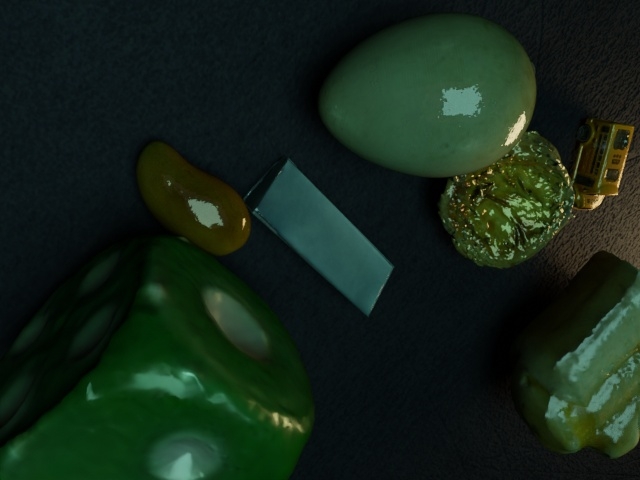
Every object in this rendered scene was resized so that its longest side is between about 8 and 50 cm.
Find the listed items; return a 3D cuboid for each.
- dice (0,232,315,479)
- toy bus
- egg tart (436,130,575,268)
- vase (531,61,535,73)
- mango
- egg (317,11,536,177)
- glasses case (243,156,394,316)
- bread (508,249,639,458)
[{"bbox_3d":[-0.204,0.191,0.770,0.300,0.297,0.287,-39,121,10],"label":"dice"},{"bbox_3d":[0.488,-0.129,1.113,0.070,0.074,0.162,1,107,-26],"label":"toy bus"},{"bbox_3d":[0.298,-0.071,1.042,0.252,0.098,0.232,17,107,-24],"label":"egg tart"},{"bbox_3d":[0.273,-0.254,0.957,0.053,0.101,0.053,-9,112,-22],"label":"vase"},{"bbox_3d":[-0.171,-0.050,0.845,0.102,0.085,0.184,-46,115,2],"label":"mango"},{"bbox_3d":[0.142,-0.193,0.858,0.295,0.218,0.218,-3,110,-6],"label":"egg"},{"bbox_3d":[0.000,0.000,0.965,0.266,0.056,0.105,44,63,-30],"label":"glasses case"},{"bbox_3d":[0.494,0.225,1.170,0.300,0.210,0.341,40,90,-18],"label":"bread"}]
